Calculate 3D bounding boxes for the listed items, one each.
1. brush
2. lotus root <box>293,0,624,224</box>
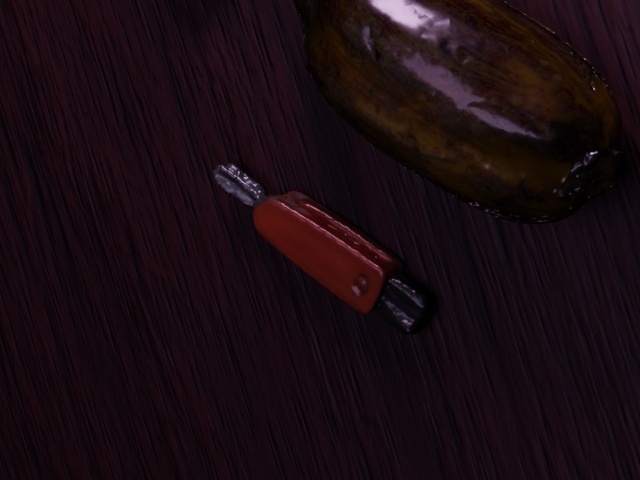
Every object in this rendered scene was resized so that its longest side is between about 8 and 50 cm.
[{"bbox_3d":[0.000,0.000,1.754,0.323,0.051,0.070,37,124,20],"label":"brush"},{"bbox_3d":[0.132,-0.161,1.547,0.397,0.179,0.196,38,116,22],"label":"lotus root"}]
